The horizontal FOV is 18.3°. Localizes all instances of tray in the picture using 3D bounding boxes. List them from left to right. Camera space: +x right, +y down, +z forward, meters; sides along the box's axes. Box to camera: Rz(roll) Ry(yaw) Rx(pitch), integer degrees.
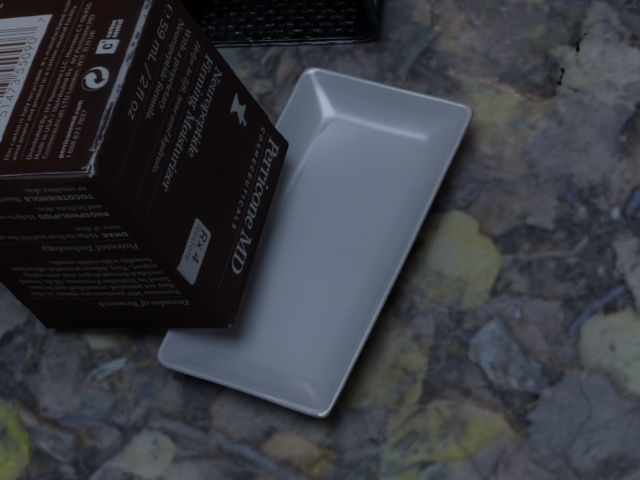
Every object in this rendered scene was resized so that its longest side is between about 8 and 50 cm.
[{"bbox_3d":[0.000,0.000,1.459,0.145,0.030,0.270,17,66,22],"label":"tray"}]

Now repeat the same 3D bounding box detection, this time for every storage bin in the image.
[{"bbox_3d":[-0.045,-0.220,1.546,0.180,0.122,0.084,0,61,15],"label":"storage bin"}]

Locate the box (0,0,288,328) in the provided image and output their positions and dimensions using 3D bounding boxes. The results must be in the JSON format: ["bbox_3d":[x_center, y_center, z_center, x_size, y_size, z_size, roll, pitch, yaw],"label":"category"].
[{"bbox_3d":[-0.155,-0.057,1.410,0.167,0.203,0.168,-2,57,29],"label":"box"}]
